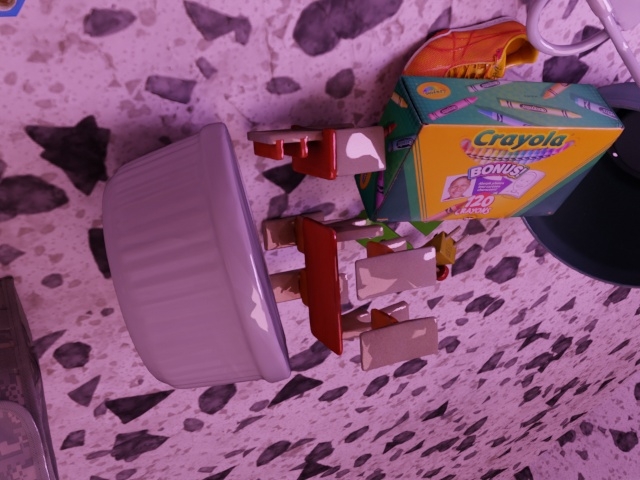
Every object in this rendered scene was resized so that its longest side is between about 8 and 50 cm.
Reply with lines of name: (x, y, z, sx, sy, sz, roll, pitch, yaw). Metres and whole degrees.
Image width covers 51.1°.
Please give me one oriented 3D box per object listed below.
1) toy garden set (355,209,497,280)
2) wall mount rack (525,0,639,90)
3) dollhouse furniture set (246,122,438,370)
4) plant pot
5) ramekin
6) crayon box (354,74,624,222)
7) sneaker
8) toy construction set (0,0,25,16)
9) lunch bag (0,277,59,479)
toy garden set: (0.179, -0.059, 0.958, 0.244, 0.049, 0.203, -44, 130, 14)
wall mount rack: (0.409, -0.243, 0.683, 0.350, 0.130, 0.304, -31, 135, 28)
dollhouse furniture set: (0.000, 0.000, 0.765, 0.135, 0.262, 0.259, -10, 105, -24)
plant pot: (0.452, -0.105, 0.957, 0.196, 0.293, 0.293, -42, 153, -34)
ramekin: (-0.123, 0.025, 0.681, 0.127, 0.273, 0.273, -15, 143, -2)
crayon box: (0.199, -0.107, 0.813, 0.278, 0.081, 0.165, -3, 144, -21)
sneaker: (0.175, -0.211, 0.776, 0.175, 0.067, 0.064, -23, 145, -9)
toy construction set: (-0.371, -0.109, 0.441, 0.328, 0.151, 0.215, -51, 142, 7)
lunch bag: (-0.394, 0.206, 0.663, 0.235, 0.287, 0.169, -14, 141, -21)
